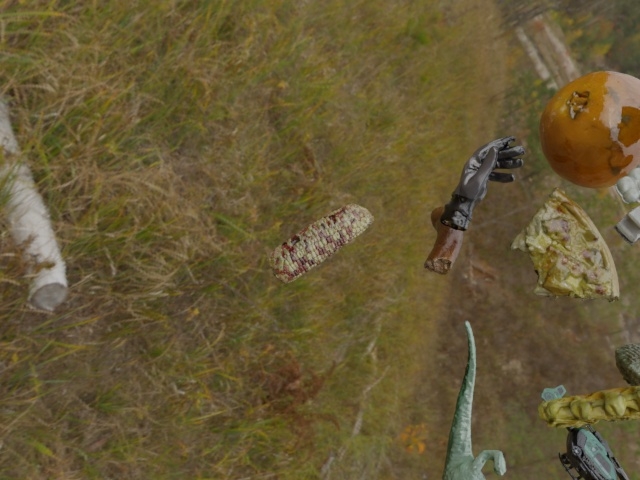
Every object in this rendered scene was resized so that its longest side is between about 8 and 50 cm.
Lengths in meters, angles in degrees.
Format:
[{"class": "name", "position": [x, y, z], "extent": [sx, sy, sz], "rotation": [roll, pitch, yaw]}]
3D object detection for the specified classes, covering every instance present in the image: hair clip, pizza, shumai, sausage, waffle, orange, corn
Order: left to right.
[{"class": "corn", "position": [0.000, 0.000, 1.364], "extent": [0.086, 0.253, 0.086], "rotation": [57, 1, -1]}, {"class": "sausage", "position": [0.358, -0.009, 1.782], "extent": [0.076, 0.103, 0.302], "rotation": [64, 27, -26]}, {"class": "pizza", "position": [0.611, 0.028, 1.562], "extent": [0.089, 0.223, 0.323], "rotation": [88, -21, -74]}, {"class": "orange", "position": [0.744, -0.291, 1.653], "extent": [0.312, 0.312, 0.311], "rotation": [35, 42, -40]}, {"class": "waffle", "position": [0.522, 0.280, 1.055], "extent": [0.261, 0.250, 0.056], "rotation": [15, 61, -36]}, {"class": "shumai", "position": [0.754, 0.319, 1.415], "extent": [0.184, 0.184, 0.141], "rotation": [-40, 127, -58]}, {"class": "hair clip", "position": [0.579, -0.081, 1.023], "extent": [0.140, 0.220, 0.054], "rotation": [50, -12, 20]}]

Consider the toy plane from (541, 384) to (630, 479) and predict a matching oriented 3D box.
[{"class": "toy plane", "position": [0.809, 0.626, 1.924], "extent": [0.155, 0.106, 0.381], "rotation": [-18, 55, -23]}]

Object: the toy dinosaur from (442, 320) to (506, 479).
[{"class": "toy dinosaur", "position": [0.246, 0.321, 0.922], "extent": [0.076, 0.130, 0.382], "rotation": [12, 90, -57]}]

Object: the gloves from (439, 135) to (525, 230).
[{"class": "gloves", "position": [0.410, -0.151, 1.601], "extent": [0.119, 0.285, 0.142], "rotation": [44, 7, 18]}]
